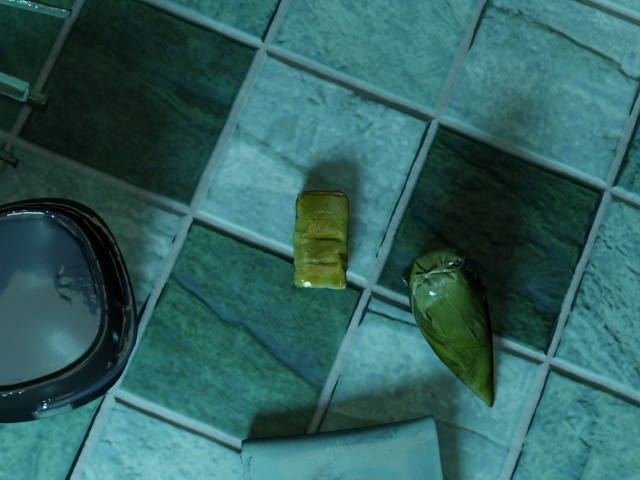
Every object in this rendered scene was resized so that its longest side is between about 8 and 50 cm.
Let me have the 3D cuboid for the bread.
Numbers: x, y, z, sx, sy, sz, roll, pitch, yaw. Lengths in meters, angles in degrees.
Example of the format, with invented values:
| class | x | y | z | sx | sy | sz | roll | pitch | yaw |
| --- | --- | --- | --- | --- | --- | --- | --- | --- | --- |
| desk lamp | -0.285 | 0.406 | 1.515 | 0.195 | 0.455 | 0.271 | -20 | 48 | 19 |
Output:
| class | x | y | z | sx | sy | sz | roll | pitch | yaw |
| --- | --- | --- | --- | --- | --- | --- | --- | --- | --- |
| bread | 0.000 | 0.000 | 1.644 | 0.074 | 0.053 | 0.132 | 5 | 74 | -5 |

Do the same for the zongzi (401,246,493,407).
| class | x | y | z | sx | sy | sz | roll | pitch | yaw |
| --- | --- | --- | --- | --- | --- | --- | --- | --- | --- |
| zongzi | 0.170 | 0.110 | 1.560 | 0.094 | 0.205 | 0.205 | -19 | 83 | 1 |

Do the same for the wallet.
| class | x | y | z | sx | sy | sz | roll | pitch | yaw |
| --- | --- | --- | --- | --- | --- | --- | --- | --- | --- |
| wallet | 0.038 | 0.369 | 1.562 | 0.251 | 0.054 | 0.291 | -6 | 82 | -3 |

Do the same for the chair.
| class | x | y | z | sx | sy | sz | roll | pitch | yaw |
| --- | --- | --- | --- | --- | --- | --- | --- | --- | --- |
| chair | -0.474 | -0.211 | 1.577 | 0.274 | 0.191 | 0.203 | 20 | 42 | -5 |

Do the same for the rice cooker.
| class | x | y | z | sx | sy | sz | roll | pitch | yaw |
| --- | --- | --- | --- | --- | --- | --- | --- | --- | --- |
| rice cooker | -0.340 | 0.087 | 1.503 | 0.267 | 0.224 | 0.267 | 1 | 75 | -4 |
